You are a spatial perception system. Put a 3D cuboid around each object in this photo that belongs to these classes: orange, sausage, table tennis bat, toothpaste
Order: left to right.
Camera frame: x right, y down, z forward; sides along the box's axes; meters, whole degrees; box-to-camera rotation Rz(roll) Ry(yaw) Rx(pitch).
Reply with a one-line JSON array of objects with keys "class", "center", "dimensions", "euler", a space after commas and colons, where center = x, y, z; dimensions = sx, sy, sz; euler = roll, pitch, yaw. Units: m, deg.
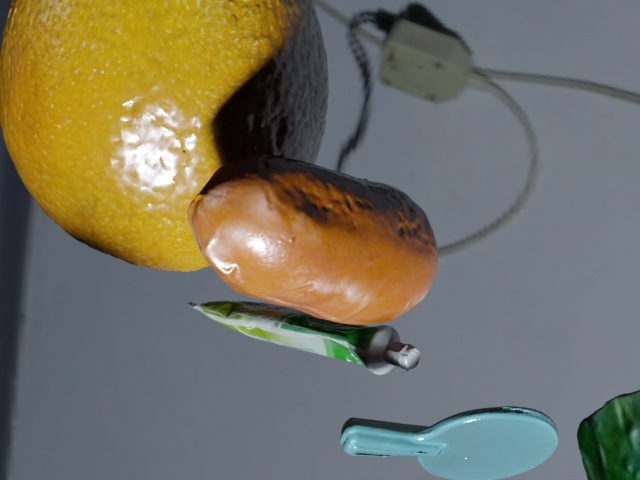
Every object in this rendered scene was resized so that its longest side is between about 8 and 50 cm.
[{"class": "orange", "center": [-0.147, -0.158, 1.613], "dimensions": [0.322, 0.322, 0.357], "euler": [19, 112, 32]}, {"class": "toothpaste", "center": [-0.012, 0.087, 1.620], "dimensions": [0.248, 0.078, 0.047], "euler": [11, 89, 36]}, {"class": "sausage", "center": [0.001, 0.002, 1.458], "dimensions": [0.133, 0.258, 0.133], "euler": [-15, 68, 41]}, {"class": "table tennis bat", "center": [0.115, 0.180, 1.506], "dimensions": [0.124, 0.201, 0.033], "euler": [115, 155, -51]}]

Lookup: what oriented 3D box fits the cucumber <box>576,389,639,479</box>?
[{"class": "cucumber", "center": [0.247, 0.122, 0.879], "dimensions": [0.191, 0.191, 0.130], "euler": [-16, 82, 30]}]
